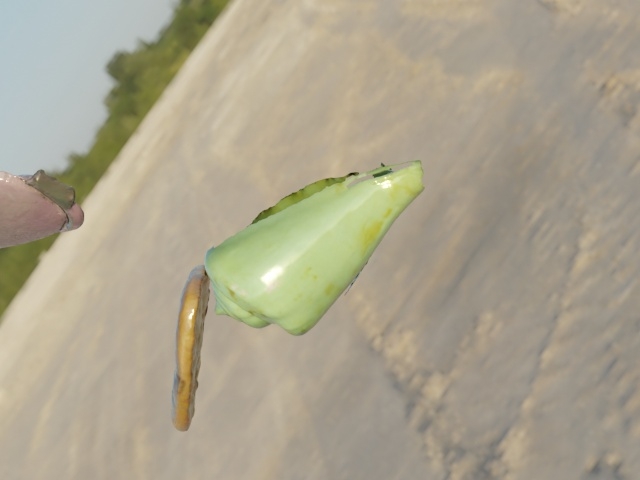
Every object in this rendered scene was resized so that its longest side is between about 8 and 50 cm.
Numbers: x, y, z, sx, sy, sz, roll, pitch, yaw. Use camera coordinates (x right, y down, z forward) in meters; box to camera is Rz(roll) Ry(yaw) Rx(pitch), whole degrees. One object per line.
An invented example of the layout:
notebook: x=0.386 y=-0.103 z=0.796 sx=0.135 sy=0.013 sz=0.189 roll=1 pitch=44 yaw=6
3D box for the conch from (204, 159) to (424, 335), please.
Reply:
conch: x=-0.013 y=-0.004 z=1.529 sx=0.250 sy=0.137 sz=0.143 roll=-48 pitch=-12 yaw=-12

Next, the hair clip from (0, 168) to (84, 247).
hair clip: x=-0.344 y=-0.013 z=1.230 sx=0.359 sy=0.110 sz=0.095 roll=-11 pitch=24 yaw=43

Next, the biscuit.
biscuit: x=-0.159 y=0.124 z=1.767 sx=0.260 sy=0.041 sz=0.203 roll=100 pitch=-179 yaw=-67
